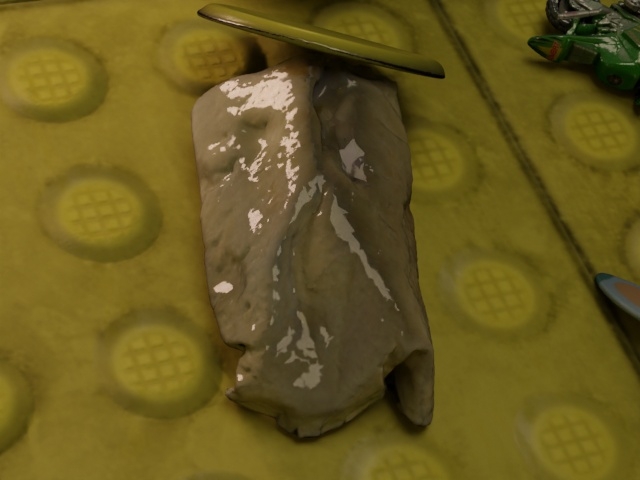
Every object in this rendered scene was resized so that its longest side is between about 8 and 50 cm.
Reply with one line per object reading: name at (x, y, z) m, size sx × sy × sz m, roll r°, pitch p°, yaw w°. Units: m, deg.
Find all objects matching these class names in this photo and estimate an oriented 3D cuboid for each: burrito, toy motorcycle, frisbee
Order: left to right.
frisbee at (0.002, -0.185, 1.531) m, size 0.236 × 0.017 × 0.236 m, roll 15°, pitch 8°, yaw -2°
burrito at (0.003, -0.001, 1.413) m, size 0.190 × 0.135 × 0.331 m, roll 5°, pitch 55°, yaw -21°
toy motorcycle at (0.310, -0.191, 1.695) m, size 0.190 × 0.074 × 0.106 m, roll 25°, pitch 59°, yaw 4°

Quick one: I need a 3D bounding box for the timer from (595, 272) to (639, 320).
timer at (0.370, 0.072, 1.440) m, size 0.175 × 0.175 × 0.255 m, roll -11°, pitch 55°, yaw -23°
